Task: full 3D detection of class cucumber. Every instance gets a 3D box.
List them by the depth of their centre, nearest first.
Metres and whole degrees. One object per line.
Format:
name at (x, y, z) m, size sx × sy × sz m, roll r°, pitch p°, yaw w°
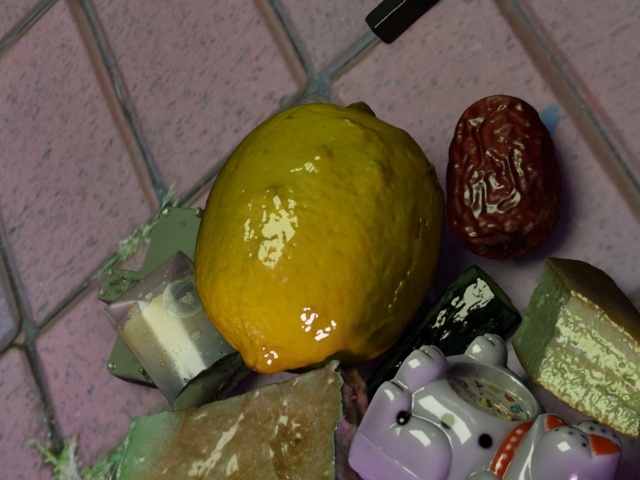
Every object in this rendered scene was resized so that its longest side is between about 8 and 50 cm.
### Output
cucumber at (0.101, 0.119, 1.593) m, size 0.211 × 0.062 × 0.078 m, roll -45°, pitch 47°, yaw 12°

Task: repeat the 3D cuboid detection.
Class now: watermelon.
watermelon at (-0.056, 0.286, 1.577) m, size 0.302 × 0.151 × 0.264 m, roll -20°, pitch 55°, yaw 26°

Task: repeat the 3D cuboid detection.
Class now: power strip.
power strip at (0.103, -0.274, 1.820) m, size 0.111 × 0.038 × 0.029 m, roll -41°, pitch 49°, yaw 16°
power strip at (-0.203, 0.062, 1.878) m, size 0.145 × 0.061 × 0.215 m, roll 6°, pitch 71°, yaw 40°

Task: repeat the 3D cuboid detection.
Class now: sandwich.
sandwich at (0.233, 0.085, 1.416) m, size 0.258 × 0.096 × 0.094 m, roll -111°, pitch 45°, yaw -73°

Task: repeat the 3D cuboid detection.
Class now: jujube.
jujube at (0.182, -0.067, 1.594) m, size 0.112 × 0.109 × 0.176 m, roll 5°, pitch 58°, yaw -5°

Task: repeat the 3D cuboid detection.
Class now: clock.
clock at (0.173, 0.216, 1.416) m, size 0.254 × 0.189 × 0.189 m, roll 36°, pitch 92°, yaw 38°

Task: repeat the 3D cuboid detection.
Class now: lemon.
lemon at (-0.001, 0.002, 1.611) m, size 0.260 × 0.260 × 0.284 m, roll -20°, pitch 48°, yaw 31°

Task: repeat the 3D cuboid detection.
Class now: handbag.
handbag at (-0.147, 0.112, 1.755) m, size 0.117 × 0.095 × 0.173 m, roll -38°, pitch 66°, yaw 0°
